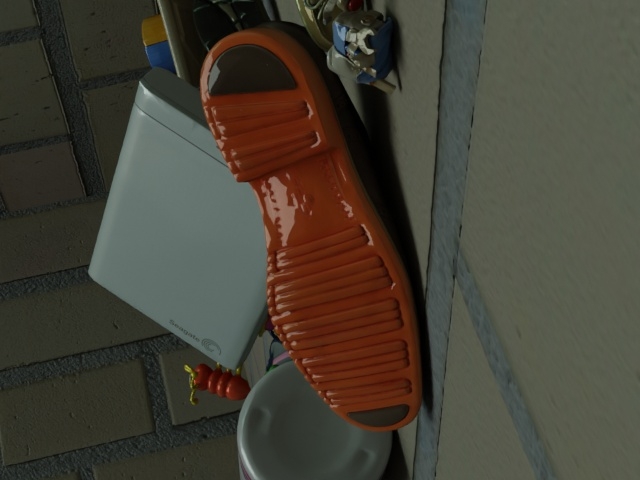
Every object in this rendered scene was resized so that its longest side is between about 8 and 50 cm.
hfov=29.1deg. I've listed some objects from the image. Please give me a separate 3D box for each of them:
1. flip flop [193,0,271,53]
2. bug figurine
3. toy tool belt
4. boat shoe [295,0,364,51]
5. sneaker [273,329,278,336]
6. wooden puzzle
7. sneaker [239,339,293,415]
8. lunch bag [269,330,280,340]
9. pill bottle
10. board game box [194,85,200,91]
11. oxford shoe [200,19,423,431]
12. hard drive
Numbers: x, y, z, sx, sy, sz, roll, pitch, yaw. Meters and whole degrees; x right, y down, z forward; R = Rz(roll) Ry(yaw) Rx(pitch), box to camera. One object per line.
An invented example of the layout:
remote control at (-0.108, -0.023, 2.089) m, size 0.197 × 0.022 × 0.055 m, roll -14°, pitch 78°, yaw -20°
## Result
flip flop at (-0.081, -0.195, 1.469) m, size 0.080 × 0.112 × 0.277 m, roll 37°, pitch -149°, yaw -61°
bug figurine at (-0.093, 0.132, 1.634) m, size 0.072 × 0.216 × 0.279 m, roll -62°, pitch -22°, yaw -47°
toy tool belt at (0.035, -0.145, 0.893) m, size 0.051 × 0.052 × 0.083 m, roll 37°, pitch 155°, yaw 27°
boat shoe at (0.006, -0.218, 0.937) m, size 0.048 × 0.056 × 0.153 m, roll -115°, pitch 21°, yaw -76°
sneaker at (-0.045, 0.043, 1.686) m, size 0.084 × 0.069 × 0.185 m, roll -100°, pitch 6°, yaw -79°
wooden puzzle at (-0.184, -0.233, 1.867) m, size 0.322 × 0.080 × 0.348 m, roll -35°, pitch -65°, yaw -79°
sneaker at (-0.063, 0.225, 1.819) m, size 0.319 × 0.131 × 0.112 m, roll -123°, pitch 22°, yaw -69°
lunch bag at (-0.052, 0.090, 1.769) m, size 0.065 × 0.067 × 0.098 m, roll -157°, pitch 56°, yaw -80°
pill bottle at (-0.011, 0.244, 1.368) m, size 0.283 × 0.160 × 0.160 m, roll 95°, pitch 161°, yaw -67°
board game box at (-0.161, -0.123, 1.606) m, size 0.194 × 0.060 × 0.194 m, roll -88°, pitch 10°, yaw -76°
oxford shoe at (0.020, -0.015, 1.049) m, size 0.133 × 0.130 × 0.363 m, roll -42°, pitch -62°, yaw -61°
hard drive at (-0.144, -0.013, 1.456) m, size 0.047 × 0.233 × 0.353 m, roll -52°, pitch -8°, yaw -41°
